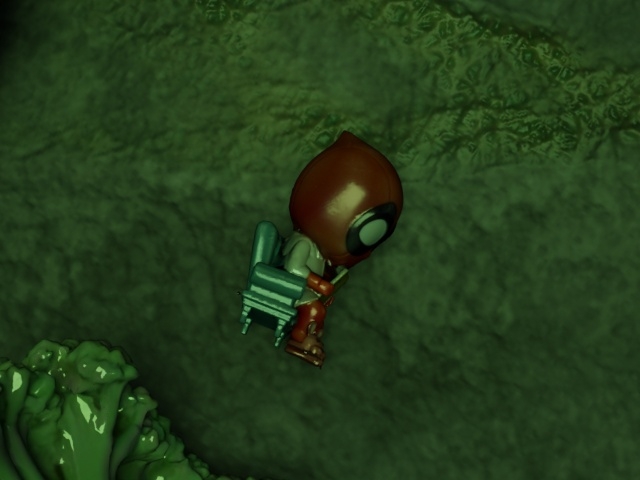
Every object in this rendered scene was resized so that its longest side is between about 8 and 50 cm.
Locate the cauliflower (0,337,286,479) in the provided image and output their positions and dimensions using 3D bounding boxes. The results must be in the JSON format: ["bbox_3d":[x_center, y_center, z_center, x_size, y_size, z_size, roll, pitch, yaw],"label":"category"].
[{"bbox_3d":[-0.124,0.198,0.504,0.256,0.239,0.315,-54,43,-2],"label":"cauliflower"}]

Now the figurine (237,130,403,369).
[{"bbox_3d":[0.000,0.000,0.620,0.075,0.068,0.140,25,79,6],"label":"figurine"}]
